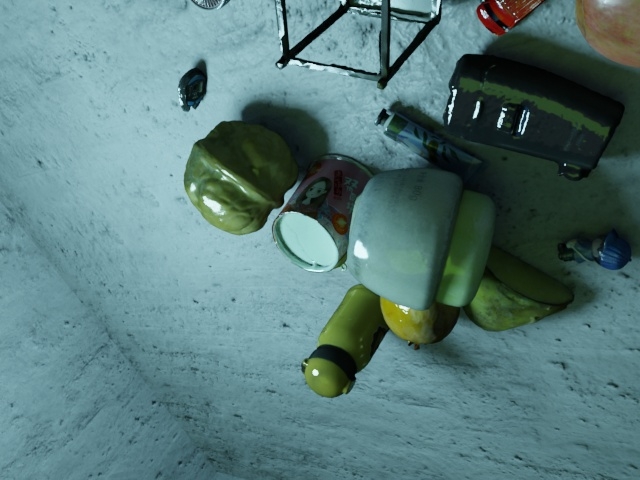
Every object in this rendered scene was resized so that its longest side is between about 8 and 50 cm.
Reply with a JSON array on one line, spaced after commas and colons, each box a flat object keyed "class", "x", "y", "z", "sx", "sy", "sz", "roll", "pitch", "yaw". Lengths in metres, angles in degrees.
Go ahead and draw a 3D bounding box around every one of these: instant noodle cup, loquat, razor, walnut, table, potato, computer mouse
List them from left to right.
[{"class": "computer mouse", "x": -0.348, "y": -0.406, "z": 1.664, "sx": 0.047, "sy": 0.079, "sz": 0.135, "roll": 39, "pitch": 140, "yaw": 22}, {"class": "walnut", "x": -0.209, "y": -0.170, "z": 1.628, "sx": 0.277, "sy": 0.282, "sz": 0.253, "roll": 37, "pitch": 156, "yaw": 32}, {"class": "instant noodle cup", "x": 0.013, "y": -0.063, "z": 1.602, "sx": 0.243, "sy": 0.231, "sz": 0.243, "roll": 20, "pitch": 136, "yaw": 20}, {"class": "table", "x": 0.065, "y": -0.486, "z": 1.057, "sx": 0.222, "sy": 0.272, "sz": 0.335, "roll": 18, "pitch": 139, "yaw": 23}, {"class": "loquat", "x": 0.266, "y": 0.165, "z": 1.662, "sx": 0.238, "sy": 0.193, "sz": 0.238, "roll": 20, "pitch": 119, "yaw": 43}, {"class": "potato", "x": 0.454, "y": 0.162, "z": 1.589, "sx": 0.269, "sy": 0.112, "sz": 0.255, "roll": 33, "pitch": 141, "yaw": 9}, {"class": "razor", "x": 0.408, "y": -0.247, "z": 1.225, "sx": 0.327, "sy": 0.107, "sz": 0.189, "roll": 23, "pitch": 138, "yaw": 16}]

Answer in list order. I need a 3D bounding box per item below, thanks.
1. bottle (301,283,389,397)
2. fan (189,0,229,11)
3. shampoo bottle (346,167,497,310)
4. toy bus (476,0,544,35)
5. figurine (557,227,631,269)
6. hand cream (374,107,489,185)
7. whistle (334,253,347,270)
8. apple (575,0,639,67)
[{"class": "bottle", "x": 0.079, "y": 0.302, "z": 1.809, "sx": 0.171, "sy": 0.351, "sz": 0.171, "roll": 21, "pitch": 139, "yaw": 19}, {"class": "fan", "x": -0.240, "y": -0.624, "z": 1.371, "sx": 0.130, "sy": 0.074, "sz": 0.244, "roll": 33, "pitch": 140, "yaw": 6}, {"class": "shampoo bottle", "x": 0.222, "y": -0.007, "z": 1.418, "sx": 0.317, "sy": 0.322, "sz": 0.322, "roll": 16, "pitch": 137, "yaw": 8}, {"class": "toy bus", "x": 0.357, "y": -0.435, "z": 1.096, "sx": 0.081, "sy": 0.089, "sz": 0.195, "roll": 45, "pitch": 140, "yaw": -9}, {"class": "figurine", "x": 0.602, "y": 0.024, "z": 1.371, "sx": 0.149, "sy": 0.087, "sz": 0.086, "roll": -9, "pitch": 159, "yaw": 43}, {"class": "hand cream", "x": 0.249, "y": -0.216, "z": 1.421, "sx": 0.271, "sy": 0.058, "sz": 0.091, "roll": 31, "pitch": 146, "yaw": 0}, {"class": "whistle", "x": 0.000, "y": 0.000, "z": 1.772, "sx": 0.223, "sy": 0.123, "sz": 0.123, "roll": 51, "pitch": 141, "yaw": 6}, {"class": "apple", "x": 0.502, "y": -0.408, "z": 0.817, "sx": 0.364, "sy": 0.364, "sz": 0.364, "roll": 20, "pitch": 138, "yaw": 20}]
